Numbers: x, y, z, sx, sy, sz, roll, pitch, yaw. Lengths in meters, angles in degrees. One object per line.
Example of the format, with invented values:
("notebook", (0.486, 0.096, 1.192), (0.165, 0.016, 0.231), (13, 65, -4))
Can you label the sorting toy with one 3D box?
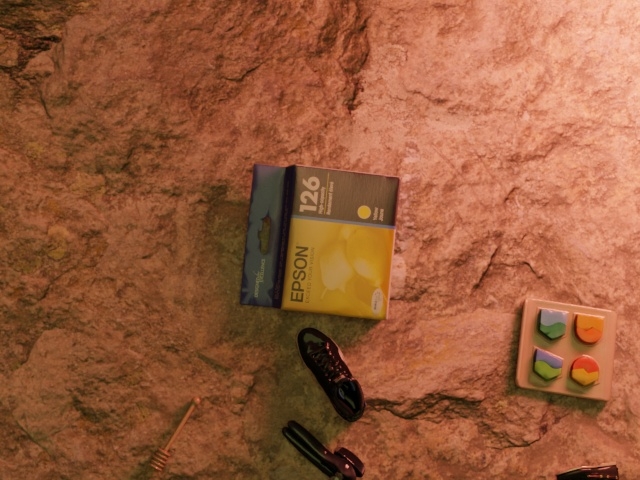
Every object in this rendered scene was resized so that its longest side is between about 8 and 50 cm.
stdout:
("sorting toy", (0.518, 0.226, 1.903), (0.208, 0.038, 0.193), (10, 77, -2))

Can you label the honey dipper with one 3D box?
("honey dipper", (-0.289, 0.383, 1.817), (0.030, 0.030, 0.160), (29, 74, 2))

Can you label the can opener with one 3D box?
("can opener", (0.000, 0.430, 1.820), (0.186, 0.073, 0.059), (33, 116, 7))

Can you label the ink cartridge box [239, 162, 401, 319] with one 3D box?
("ink cartridge box", (0.000, 0.000, 1.881), (0.307, 0.072, 0.303), (6, 87, -6))

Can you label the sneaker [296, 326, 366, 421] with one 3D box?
("sneaker", (0.028, 0.260, 1.817), (0.079, 0.121, 0.217), (-31, 82, -11))

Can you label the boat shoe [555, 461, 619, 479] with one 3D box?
("boat shoe", (0.542, 0.477, 1.844), (0.133, 0.049, 0.042), (-4, 70, -10))
